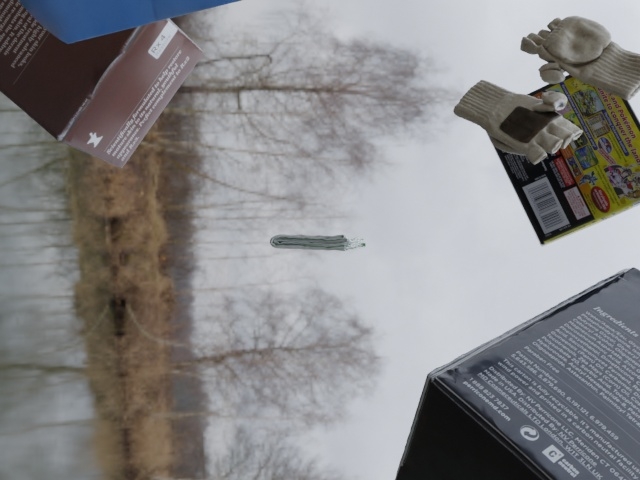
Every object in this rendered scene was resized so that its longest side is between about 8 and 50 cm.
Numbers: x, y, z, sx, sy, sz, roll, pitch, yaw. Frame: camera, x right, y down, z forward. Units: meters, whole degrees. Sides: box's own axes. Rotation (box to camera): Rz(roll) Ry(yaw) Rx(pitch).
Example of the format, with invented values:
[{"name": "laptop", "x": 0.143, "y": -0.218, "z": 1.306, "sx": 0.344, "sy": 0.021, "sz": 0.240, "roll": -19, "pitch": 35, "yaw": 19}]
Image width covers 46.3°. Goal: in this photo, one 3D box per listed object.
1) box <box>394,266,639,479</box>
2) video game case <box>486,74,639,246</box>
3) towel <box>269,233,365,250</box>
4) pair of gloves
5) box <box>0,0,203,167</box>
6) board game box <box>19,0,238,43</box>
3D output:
[{"name": "box", "x": 0.370, "y": 0.362, "z": 1.132, "sx": 0.297, "sy": 0.471, "sz": 0.480, "roll": 40, "pitch": -44, "yaw": 35}, {"name": "video game case", "x": 0.464, "y": -0.161, "z": 1.375, "sx": 0.275, "sy": 0.248, "sz": 0.035, "roll": 68, "pitch": 11, "yaw": 16}, {"name": "towel", "x": 0.000, "y": 0.000, "z": 1.078, "sx": 0.152, "sy": 0.113, "sz": 0.023, "roll": -5, "pitch": 98, "yaw": -77}, {"name": "pair of gloves", "x": 0.337, "y": -0.230, "z": 1.100, "sx": 0.204, "sy": 0.240, "sz": 0.042, "roll": 49, "pitch": 1, "yaw": 40}, {"name": "box", "x": -0.357, "y": -0.282, "z": 0.955, "sx": 0.191, "sy": 0.381, "sz": 0.143, "roll": -53, "pitch": 158, "yaw": 3}, {"name": "board game box", "x": -0.100, "y": -0.186, "z": 0.406, "sx": 0.033, "sy": 0.168, "sz": 0.133, "roll": -53, "pitch": 132, "yaw": -72}]
